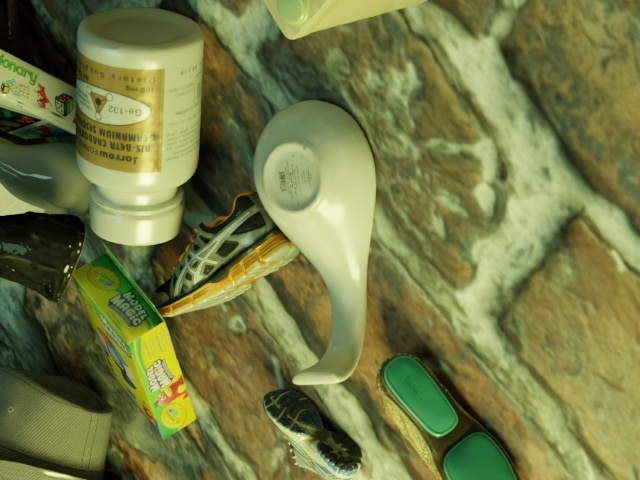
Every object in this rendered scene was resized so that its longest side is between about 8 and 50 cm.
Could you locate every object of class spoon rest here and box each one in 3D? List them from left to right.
[{"bbox_3d":[0.000,0.000,1.602,0.137,0.084,0.276,-4,92,33],"label":"spoon rest"}]

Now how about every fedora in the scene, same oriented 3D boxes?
[{"bbox_3d":[-0.358,0.223,1.996,0.275,0.243,0.124,13,86,46],"label":"fedora"}]

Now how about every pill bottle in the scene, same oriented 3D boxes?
[{"bbox_3d":[-0.192,-0.118,1.709,0.131,0.131,0.229,27,125,37],"label":"pill bottle"}]

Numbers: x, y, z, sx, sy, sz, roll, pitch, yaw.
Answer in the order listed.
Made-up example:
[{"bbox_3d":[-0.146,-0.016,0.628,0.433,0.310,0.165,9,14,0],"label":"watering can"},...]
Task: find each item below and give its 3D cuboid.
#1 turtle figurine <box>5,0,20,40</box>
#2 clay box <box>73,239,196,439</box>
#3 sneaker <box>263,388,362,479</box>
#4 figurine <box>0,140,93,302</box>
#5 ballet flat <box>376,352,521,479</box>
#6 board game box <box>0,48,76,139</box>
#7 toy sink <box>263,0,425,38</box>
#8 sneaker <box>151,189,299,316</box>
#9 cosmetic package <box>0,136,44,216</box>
[{"bbox_3d":[-0.465,-0.341,1.858,0.274,0.198,0.266,40,126,25],"label":"turtle figurine"},{"bbox_3d":[-0.209,0.110,1.806,0.127,0.053,0.222,46,160,35],"label":"clay box"},{"bbox_3d":[-0.017,0.215,1.725,0.135,0.052,0.058,43,137,26],"label":"sneaker"},{"bbox_3d":[-0.358,-0.055,1.794,0.209,0.215,0.092,21,128,-12],"label":"figurine"},{"bbox_3d":[0.127,0.199,1.568,0.206,0.073,0.067,56,165,18],"label":"ballet flat"},{"bbox_3d":[-0.430,-0.176,1.898,0.305,0.193,0.053,2,72,46],"label":"board game box"},{"bbox_3d":[0.005,-0.270,1.359,0.153,0.234,0.131,58,137,10],"label":"toy sink"},{"bbox_3d":[-0.109,0.019,1.723,0.215,0.084,0.083,-31,81,39],"label":"sneaker"},{"bbox_3d":[-0.432,-0.096,1.912,0.099,0.239,0.060,-32,40,47],"label":"cosmetic package"}]
